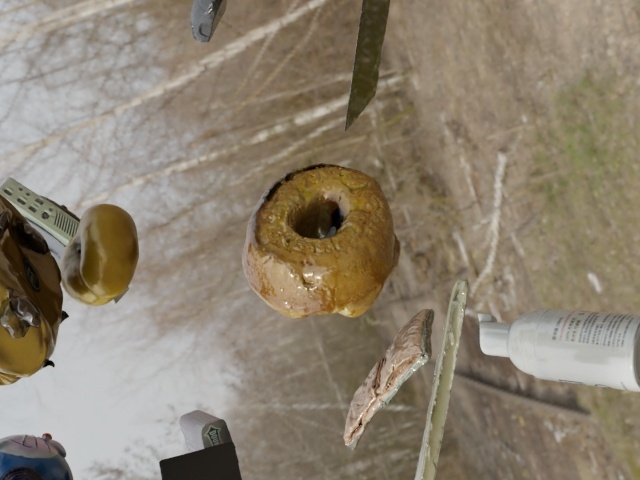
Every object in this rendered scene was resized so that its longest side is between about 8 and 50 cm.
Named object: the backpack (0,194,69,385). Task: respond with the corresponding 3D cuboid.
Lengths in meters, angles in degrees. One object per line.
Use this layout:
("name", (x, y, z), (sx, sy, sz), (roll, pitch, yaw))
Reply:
("backpack", (-0.522, 0.038, 1.434), (0.378, 0.201, 0.353), (58, -176, -29))

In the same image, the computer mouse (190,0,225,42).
("computer mouse", (-0.282, -0.578, 2.436), (0.122, 0.073, 0.217), (-63, 4, -13))

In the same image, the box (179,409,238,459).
("box", (-0.257, 0.457, 2.225), (0.224, 0.069, 0.120), (-6, 102, 69))

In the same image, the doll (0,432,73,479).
("doll", (-0.623, 0.475, 1.885), (0.284, 0.310, 0.240), (-18, 54, 57))

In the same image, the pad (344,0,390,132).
("pad", (0.107, -0.420, 2.109), (0.220, 0.004, 0.330), (-54, -23, -52))

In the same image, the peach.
("peach", (-0.372, 0.028, 1.637), (0.179, 0.103, 0.179), (-28, 56, 51))

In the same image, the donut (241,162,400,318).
("donut", (0.000, 0.000, 1.783), (0.150, 0.299, 0.317), (89, 164, -44))

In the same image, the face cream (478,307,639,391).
("face cream", (0.462, 0.206, 1.906), (0.145, 0.370, 0.145), (-1, -89, -49))

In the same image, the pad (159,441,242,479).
("pad", (-0.222, 0.546, 1.943), (0.009, 0.160, 0.265), (91, 164, -63))

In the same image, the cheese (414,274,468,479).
("cheese", (0.204, 0.257, 1.640), (0.085, 0.034, 0.400), (-65, -16, -86))

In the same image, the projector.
("projector", (-0.523, -0.001, 2.009), (0.257, 0.079, 0.259), (31, 159, 16))

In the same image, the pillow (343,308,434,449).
("pillow", (0.100, 0.207, 1.467), (0.043, 0.232, 0.126), (30, -149, -4))
